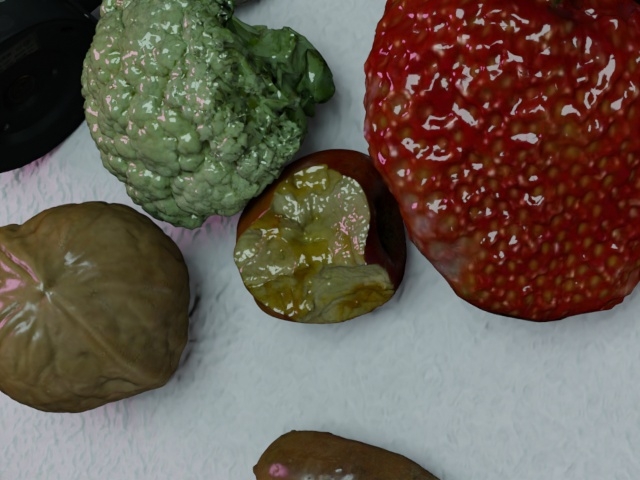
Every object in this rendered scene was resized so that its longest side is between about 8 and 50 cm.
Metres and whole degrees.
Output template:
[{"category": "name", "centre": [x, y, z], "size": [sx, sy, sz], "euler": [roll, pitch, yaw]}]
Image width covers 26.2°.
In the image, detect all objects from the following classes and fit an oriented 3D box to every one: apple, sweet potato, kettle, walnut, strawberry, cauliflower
[{"category": "apple", "centre": [-0.002, -0.003, 1.309], "size": [0.158, 0.147, 0.156], "euler": [-12, 116, 22]}, {"category": "sweet potato", "centre": [0.066, 0.248, 1.270], "size": [0.292, 0.097, 0.097], "euler": [20, 88, 20]}, {"category": "kettle", "centre": [-0.373, -0.264, 1.453], "size": [0.262, 0.203, 0.308], "euler": [-48, 67, 8]}, {"category": "walnut", "centre": [-0.235, 0.064, 1.335], "size": [0.228, 0.228, 0.227], "euler": [-3, 80, 18]}, {"category": "strawberry", "centre": [0.186, -0.101, 1.205], "size": [0.312, 0.267, 0.351], "euler": [3, 99, -10]}, {"category": "cauliflower", "centre": [-0.101, -0.153, 1.326], "size": [0.250, 0.272, 0.275], "euler": [-14, 76, -23]}]

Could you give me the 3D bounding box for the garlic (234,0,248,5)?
[{"category": "garlic", "centre": [-0.101, -0.305, 1.435], "size": [0.198, 0.090, 0.128], "euler": [-46, 55, 13]}]
